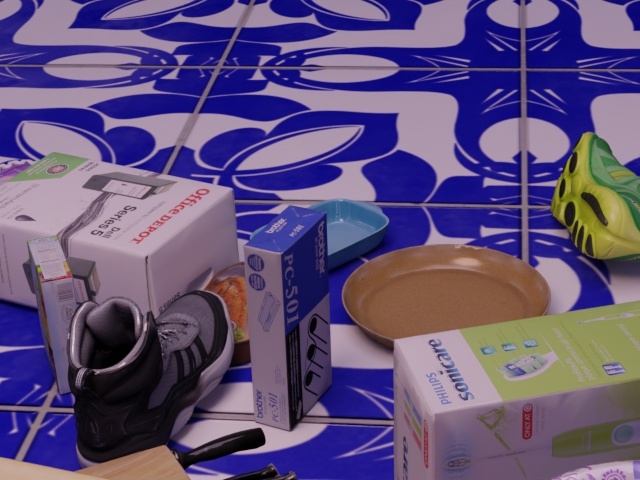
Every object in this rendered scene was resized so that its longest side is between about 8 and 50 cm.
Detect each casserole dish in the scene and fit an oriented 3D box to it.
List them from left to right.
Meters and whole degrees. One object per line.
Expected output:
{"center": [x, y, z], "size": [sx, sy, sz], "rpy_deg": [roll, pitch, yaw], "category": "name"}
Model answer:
{"center": [0.000, 0.000, 1.773], "size": [0.188, 0.037, 0.114], "rpy_deg": [-24, 34, -36], "category": "casserole dish"}

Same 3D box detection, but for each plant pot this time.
{"center": [0.143, 0.072, 1.629], "size": [0.236, 0.032, 0.236], "rpy_deg": [-3, 27, 1], "category": "plant pot"}

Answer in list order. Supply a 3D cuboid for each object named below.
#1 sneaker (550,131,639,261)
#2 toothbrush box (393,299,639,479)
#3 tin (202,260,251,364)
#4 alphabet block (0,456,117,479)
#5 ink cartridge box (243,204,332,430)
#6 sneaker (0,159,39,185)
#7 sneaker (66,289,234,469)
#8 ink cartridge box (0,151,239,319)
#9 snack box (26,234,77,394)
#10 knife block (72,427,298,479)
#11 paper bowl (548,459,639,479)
{"center": [0.364, -0.042, 1.780], "size": [0.124, 0.109, 0.295], "rpy_deg": [19, 24, -9], "category": "sneaker"}
{"center": [0.213, 0.178, 1.234], "size": [0.283, 0.206, 0.122], "rpy_deg": [-7, 29, -10], "category": "toothbrush box"}
{"center": [-0.087, 0.080, 1.628], "size": [0.106, 0.040, 0.189], "rpy_deg": [4, 28, 20], "category": "tin"}
{"center": [-0.205, 0.296, 1.057], "size": [0.197, 0.193, 0.192], "rpy_deg": [8, 31, 19], "category": "alphabet block"}
{"center": [-0.031, 0.078, 1.441], "size": [0.046, 0.207, 0.097], "rpy_deg": [12, 31, 25], "category": "ink cartridge box"}
{"center": [-0.418, -0.019, 1.796], "size": [0.236, 0.095, 0.104], "rpy_deg": [-29, 43, -31], "category": "sneaker"}
{"center": [-0.169, 0.102, 1.437], "size": [0.101, 0.153, 0.268], "rpy_deg": [7, 38, 21], "category": "sneaker"}
{"center": [-0.261, 0.000, 1.709], "size": [0.273, 0.114, 0.198], "rpy_deg": [11, 31, 24], "category": "ink cartridge box"}
{"center": [-0.281, 0.078, 1.532], "size": [0.037, 0.141, 0.100], "rpy_deg": [-11, 29, -14], "category": "snack box"}
{"center": [-0.163, 0.242, 1.270], "size": [0.276, 0.088, 0.242], "rpy_deg": [7, 28, 18], "category": "knife block"}
{"center": [0.219, 0.301, 0.977], "size": [0.284, 0.148, 0.284], "rpy_deg": [-2, 71, 6], "category": "paper bowl"}
